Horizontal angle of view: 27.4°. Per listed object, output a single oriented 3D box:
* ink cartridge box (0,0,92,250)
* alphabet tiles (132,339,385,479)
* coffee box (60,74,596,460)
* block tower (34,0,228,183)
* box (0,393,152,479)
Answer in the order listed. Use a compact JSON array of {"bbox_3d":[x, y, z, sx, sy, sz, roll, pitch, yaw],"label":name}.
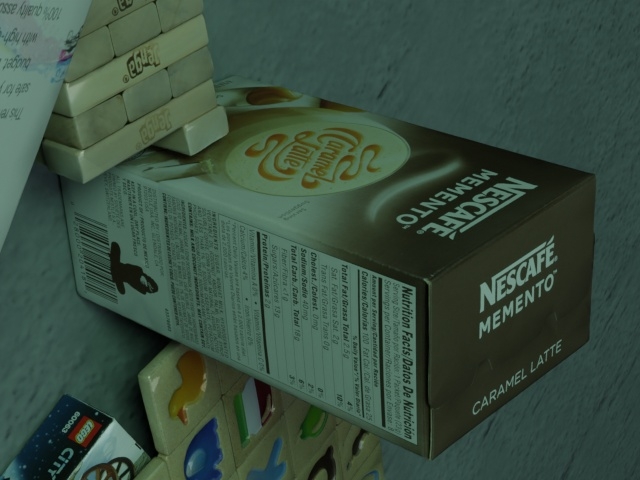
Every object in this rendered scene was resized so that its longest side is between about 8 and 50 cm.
[{"bbox_3d":[-0.173,-0.108,0.405,0.171,0.168,0.232,-30,143,-76],"label":"ink cartridge box"},{"bbox_3d":[-0.024,0.134,0.855,0.342,0.011,0.285,-46,139,-45],"label":"alphabet tiles"},{"bbox_3d":[0.000,0.000,0.678,0.141,0.247,0.098,-30,128,-42],"label":"coffee box"},{"bbox_3d":[-0.125,-0.184,0.567,0.097,0.091,0.335,-36,131,-36],"label":"block tower"},{"bbox_3d":[-0.164,0.224,0.742,0.233,0.044,0.159,-54,140,-21],"label":"box"}]
